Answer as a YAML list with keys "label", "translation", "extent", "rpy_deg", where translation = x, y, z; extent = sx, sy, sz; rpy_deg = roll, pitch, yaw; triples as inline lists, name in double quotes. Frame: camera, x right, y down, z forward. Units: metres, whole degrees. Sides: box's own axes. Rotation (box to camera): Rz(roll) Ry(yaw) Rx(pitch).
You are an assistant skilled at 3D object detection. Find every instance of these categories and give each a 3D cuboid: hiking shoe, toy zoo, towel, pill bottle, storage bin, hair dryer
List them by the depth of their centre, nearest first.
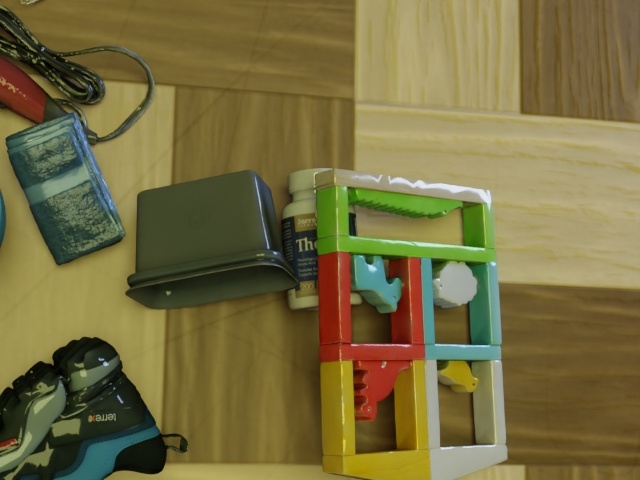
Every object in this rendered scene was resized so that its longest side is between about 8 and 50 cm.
- label: "hiking shoe"
  translation: [-0.258, 0.210, 0.834]
  extent: [0.304, 0.113, 0.132]
  rpy_deg: [-36, 102, -8]
- label: "hair dryer"
  translation: [-0.305, -0.159, 0.895]
  extent: [0.293, 0.080, 0.224]
  rpy_deg: [-24, 88, -15]
- label: "towel"
  translation: [-0.216, -0.043, 0.911]
  extent: [0.067, 0.029, 0.119]
  rpy_deg: [-23, 100, -13]
- label: "storage bin"
  translation: [-0.092, 0.000, 0.911]
  extent: [0.135, 0.098, 0.091]
  rpy_deg: [-10, 72, 11]
- label: "toy zoo"
  translation: [0.081, 0.093, 0.928]
  extent: [0.192, 0.030, 0.293]
  rpy_deg: [6, 79, -37]
- label: "pill bottle"
  translation: [0.000, 0.000, 0.945]
  extent: [0.067, 0.067, 0.120]
  rpy_deg: [-3, 82, -13]

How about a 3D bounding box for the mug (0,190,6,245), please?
- label: "mug"
  translation: [-0.327, -0.008, 0.857]
  extent: [0.129, 0.097, 0.158]
  rpy_deg: [41, 77, -5]
